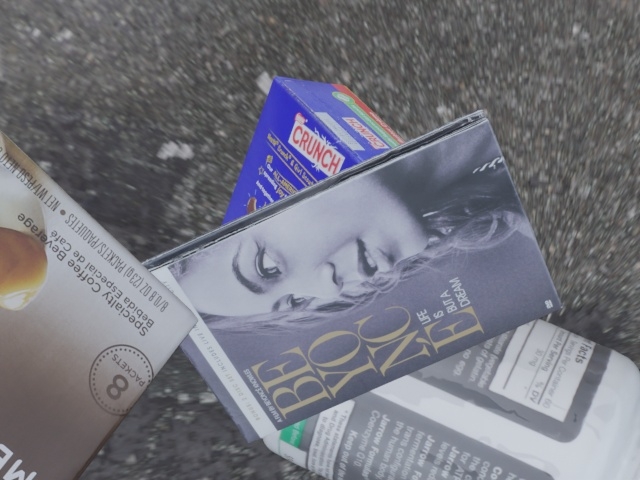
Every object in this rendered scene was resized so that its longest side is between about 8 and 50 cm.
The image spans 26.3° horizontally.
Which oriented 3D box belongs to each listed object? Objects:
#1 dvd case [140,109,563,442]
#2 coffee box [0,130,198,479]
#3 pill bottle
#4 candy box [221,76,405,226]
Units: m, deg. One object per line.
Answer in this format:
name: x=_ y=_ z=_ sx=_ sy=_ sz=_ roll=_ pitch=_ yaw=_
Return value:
dvd case: x=0.022 y=0.029 z=0.825 sx=0.221 sy=0.164 sz=0.018 roll=-24 pitch=41 yaw=6
coffee box: x=-0.190 y=0.004 z=0.535 sx=0.246 sy=0.098 sz=0.141 roll=46 pitch=64 yaw=-17
pill bottle: x=0.149 y=0.160 z=1.176 sx=0.361 sy=0.204 sz=0.204 roll=24 pitch=88 yaw=12
candy box: x=0.000 y=0.000 z=1.690 sx=0.268 sy=0.122 sz=0.317 roll=49 pitch=128 yaw=42
